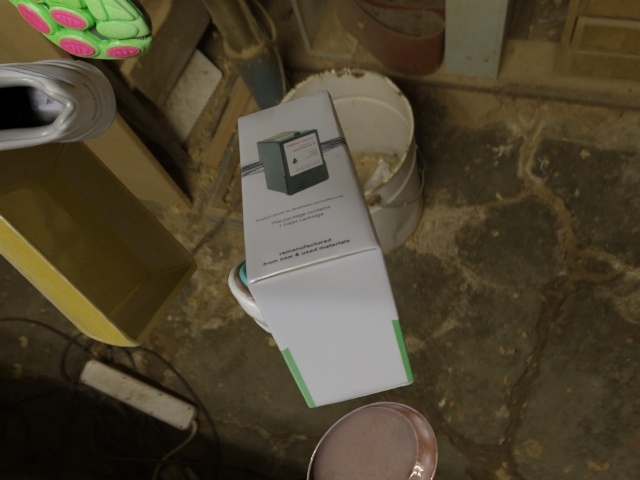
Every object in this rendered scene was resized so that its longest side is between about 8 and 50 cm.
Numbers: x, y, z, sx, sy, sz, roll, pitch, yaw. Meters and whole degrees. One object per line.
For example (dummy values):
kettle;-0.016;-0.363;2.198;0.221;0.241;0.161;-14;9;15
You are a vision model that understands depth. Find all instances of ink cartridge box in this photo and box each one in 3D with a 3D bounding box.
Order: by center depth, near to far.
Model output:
ink cartridge box;0.000;0.000;0.658;0.122;0.211;0.289;-16;41;4

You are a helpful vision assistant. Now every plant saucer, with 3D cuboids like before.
plant saucer;0.060;0.266;0.701;0.169;0.029;0.168;-3;100;-19
plant saucer;-0.365;-0.005;0.902;0.081;0.333;0.332;-39;101;14

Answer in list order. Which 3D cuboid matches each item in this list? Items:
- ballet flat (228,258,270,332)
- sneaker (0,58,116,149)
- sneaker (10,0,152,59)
ballet flat;-0.025;0.082;0.933;0.139;0.400;0.139;5;101;26
sneaker;-0.361;-0.128;0.571;0.297;0.129;0.110;-11;106;-5
sneaker;-0.488;-0.495;1.027;0.483;0.185;0.202;33;54;0
